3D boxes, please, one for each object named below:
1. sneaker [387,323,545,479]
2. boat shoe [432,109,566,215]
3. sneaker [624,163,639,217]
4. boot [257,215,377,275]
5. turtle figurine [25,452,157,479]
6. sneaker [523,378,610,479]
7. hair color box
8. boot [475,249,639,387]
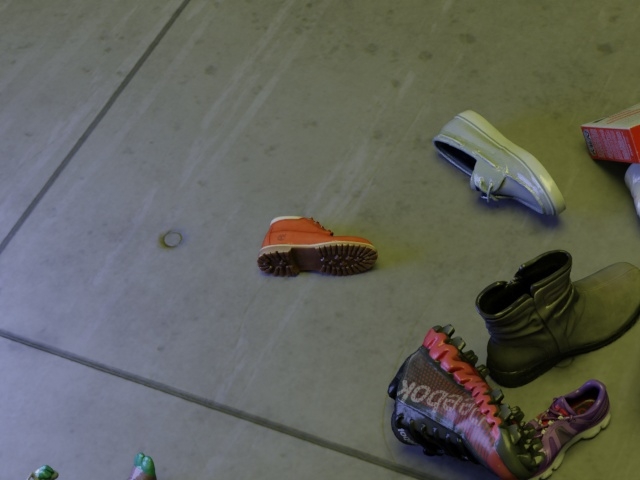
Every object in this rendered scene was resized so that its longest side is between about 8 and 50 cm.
[{"bbox_3d":[0.158,0.210,1.841,0.135,0.097,0.276,-40,33,2],"label":"sneaker"},{"bbox_3d":[0.234,-0.089,2.134,0.081,0.079,0.227,-37,49,-10],"label":"boat shoe"},{"bbox_3d":[0.516,-0.056,2.061,0.232,0.090,0.115,-9,55,12],"label":"sneaker"},{"bbox_3d":[0.000,0.000,2.099,0.158,0.059,0.084,1,45,11],"label":"boot"},{"bbox_3d":[-0.271,0.334,1.811,0.234,0.118,0.175,-24,64,-32],"label":"turtle figurine"},{"bbox_3d":[0.267,0.216,1.862,0.170,0.071,0.068,-37,54,-20],"label":"sneaker"},{"bbox_3d":[0.419,-0.141,2.098,0.093,0.053,0.167,-21,10,-9],"label":"hair color box"},{"bbox_3d":[0.298,0.068,1.924,0.246,0.161,0.083,-31,53,-17],"label":"boot"}]
